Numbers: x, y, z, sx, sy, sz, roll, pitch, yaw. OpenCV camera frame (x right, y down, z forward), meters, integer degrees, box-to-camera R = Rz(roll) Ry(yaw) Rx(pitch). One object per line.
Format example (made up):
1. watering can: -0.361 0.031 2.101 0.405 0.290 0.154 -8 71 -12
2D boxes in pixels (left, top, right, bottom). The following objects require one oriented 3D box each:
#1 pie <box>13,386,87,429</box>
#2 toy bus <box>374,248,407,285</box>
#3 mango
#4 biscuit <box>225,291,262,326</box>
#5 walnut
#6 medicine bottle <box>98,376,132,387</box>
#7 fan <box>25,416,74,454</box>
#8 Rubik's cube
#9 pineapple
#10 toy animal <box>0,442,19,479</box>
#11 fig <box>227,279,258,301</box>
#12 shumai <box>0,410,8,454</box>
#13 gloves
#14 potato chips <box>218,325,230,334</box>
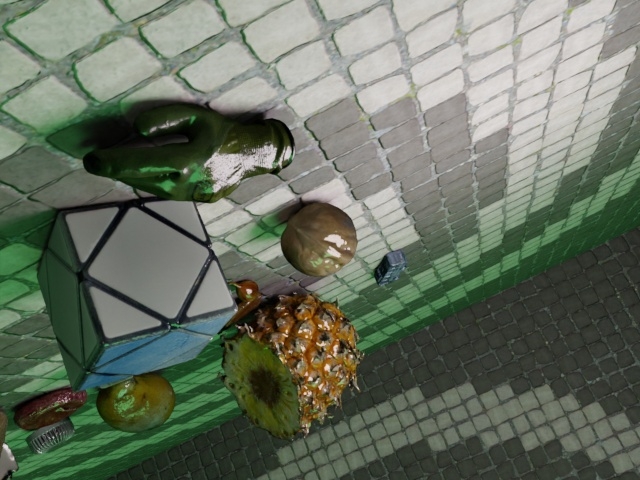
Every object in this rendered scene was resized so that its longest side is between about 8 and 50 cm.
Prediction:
1. pie: -0.693 0.430 1.708 0.182 0.049 0.182 -27 162 -10
2. toy bus: 0.195 0.077 1.856 0.065 0.047 0.166 -14 159 -16
3. mango: -0.510 0.443 1.833 0.193 0.146 0.316 -31 156 -6
4. biscuit: -0.182 0.162 1.617 0.119 0.019 0.130 -44 169 10
5. walnut: -0.001 -0.001 1.238 0.140 0.140 0.162 -33 146 25
6. medicine bottle: -0.504 0.301 1.541 0.118 0.074 0.055 -19 162 -14
7. fan: -0.799 0.583 1.985 0.130 0.074 0.244 -29 171 -24
8. Rubik's cube: -0.276 0.076 0.977 0.205 0.207 0.205 -12 160 -37
9. pineapple: -0.059 0.302 1.682 0.300 0.352 0.352 -33 171 -38
10. toy animal: -0.918 0.616 1.690 0.267 0.212 0.213 -37 159 25
11. fig: -0.174 0.107 1.475 0.050 0.050 0.083 -33 141 25
12. shumai: -0.812 0.468 1.576 0.116 0.145 0.145 8 152 -16
13. gloves: -0.151 -0.102 0.813 0.268 0.107 0.135 -11 127 -31
14. potato chips: -0.288 0.201 1.624 0.202 0.029 0.220 -25 160 4
